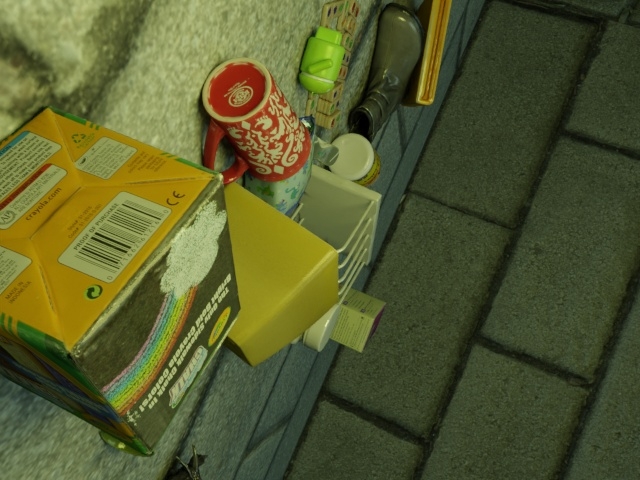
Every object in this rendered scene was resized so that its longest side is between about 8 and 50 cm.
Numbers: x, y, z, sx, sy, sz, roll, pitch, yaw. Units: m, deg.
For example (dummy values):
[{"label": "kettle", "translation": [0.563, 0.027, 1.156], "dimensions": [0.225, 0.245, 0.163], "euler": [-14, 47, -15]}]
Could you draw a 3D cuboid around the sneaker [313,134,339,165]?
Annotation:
[{"label": "sneaker", "translation": [-0.025, -0.190, 1.032], "dimensions": [0.152, 0.061, 0.054], "euler": [16, 104, -58]}]

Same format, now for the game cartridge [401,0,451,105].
[{"label": "game cartridge", "translation": [0.287, -0.520, 1.432], "dimensions": [0.324, 0.052, 0.285], "euler": [-80, 178, -76]}]

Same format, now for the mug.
[{"label": "mug", "translation": [-0.092, -0.147, 0.704], "dimensions": [0.169, 0.113, 0.150], "euler": [53, 58, -71]}]

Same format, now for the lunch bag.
[{"label": "lunch bag", "translation": [-0.060, -0.131, 0.882], "dimensions": [0.151, 0.096, 0.129], "euler": [-43, 154, -39]}]

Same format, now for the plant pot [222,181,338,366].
[{"label": "plant pot", "translation": [-0.111, 0.072, 0.817], "dimensions": [0.187, 0.212, 0.212], "euler": [-50, 161, -21]}]

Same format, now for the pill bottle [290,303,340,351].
[{"label": "pill bottle", "translation": [-0.075, 0.129, 1.001], "dimensions": [0.119, 0.208, 0.119], "euler": [-60, 165, -27]}]

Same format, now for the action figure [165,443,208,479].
[{"label": "action figure", "translation": [-0.278, 0.564, 1.075], "dimensions": [0.164, 0.141, 0.276], "euler": [-34, 148, -64]}]

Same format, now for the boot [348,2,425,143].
[{"label": "boot", "translation": [0.156, -0.393, 1.291], "dimensions": [0.223, 0.118, 0.338], "euler": [-56, 160, -21]}]

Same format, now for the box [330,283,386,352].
[{"label": "box", "translation": [0.062, 0.226, 1.635], "dimensions": [0.213, 0.243, 0.117], "euler": [-25, 136, -72]}]

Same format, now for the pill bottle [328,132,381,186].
[{"label": "pill bottle", "translation": [0.094, -0.200, 1.333], "dimensions": [0.215, 0.117, 0.117], "euler": [3, 109, -76]}]

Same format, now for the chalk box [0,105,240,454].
[{"label": "chalk box", "translation": [-0.197, 0.062, 0.480], "dimensions": [0.289, 0.179, 0.180], "euler": [97, 19, -53]}]

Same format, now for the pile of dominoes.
[{"label": "pile of dominoes", "translation": [0.039, -0.353, 1.034], "dimensions": [0.196, 0.040, 0.251], "euler": [-51, 160, -50]}]

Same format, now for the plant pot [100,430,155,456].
[{"label": "plant pot", "translation": [-0.270, 0.266, 0.767], "dimensions": [0.083, 0.083, 0.079], "euler": [98, 6, -47]}]

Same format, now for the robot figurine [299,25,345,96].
[{"label": "robot figurine", "translation": [0.002, -0.308, 0.895], "dimensions": [0.101, 0.067, 0.115], "euler": [-67, 176, -70]}]

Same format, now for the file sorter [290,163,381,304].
[{"label": "file sorter", "translation": [0.000, 0.000, 1.139], "dimensions": [0.173, 0.193, 0.278], "euler": [-57, 164, -27]}]
